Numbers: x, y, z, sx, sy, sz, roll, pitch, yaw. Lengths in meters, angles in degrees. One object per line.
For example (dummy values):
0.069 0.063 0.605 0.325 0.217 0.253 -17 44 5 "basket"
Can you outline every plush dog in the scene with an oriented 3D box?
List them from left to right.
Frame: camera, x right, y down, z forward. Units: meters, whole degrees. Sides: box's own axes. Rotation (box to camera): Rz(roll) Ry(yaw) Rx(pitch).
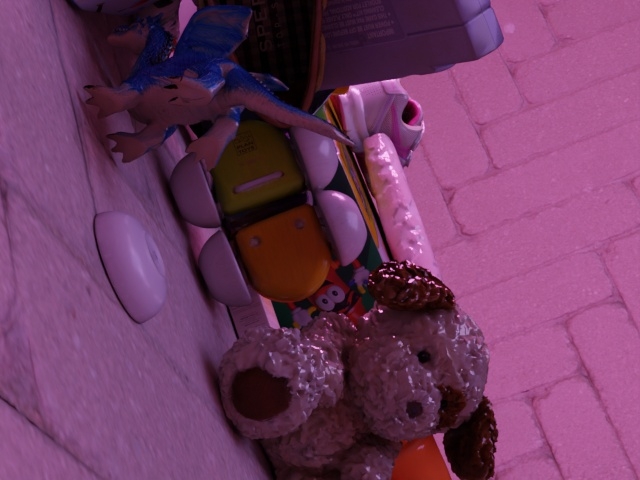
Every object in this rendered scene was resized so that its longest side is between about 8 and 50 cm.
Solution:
0.047 0.136 1.113 0.210 0.226 0.262 -101 169 -66 "plush dog"

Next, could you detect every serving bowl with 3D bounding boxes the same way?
-0.128 0.015 0.854 0.083 0.027 0.083 -21 90 -87 "serving bowl"

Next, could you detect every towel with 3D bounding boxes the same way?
0.143 0.069 1.625 0.317 0.053 0.331 65 6 -52 "towel"

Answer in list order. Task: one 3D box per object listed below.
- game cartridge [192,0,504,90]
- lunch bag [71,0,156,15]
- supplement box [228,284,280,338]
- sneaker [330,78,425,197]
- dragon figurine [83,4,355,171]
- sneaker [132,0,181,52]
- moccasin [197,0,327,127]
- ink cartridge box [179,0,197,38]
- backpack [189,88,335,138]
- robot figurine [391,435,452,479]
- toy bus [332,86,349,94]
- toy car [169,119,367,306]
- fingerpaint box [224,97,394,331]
-0.002 -0.257 1.170 0.355 0.068 0.230 0 -55 49 "game cartridge"
-0.207 -0.345 1.092 0.243 0.115 0.303 -61 128 -82 "lunch bag"
-0.071 0.069 1.246 0.062 0.036 0.098 54 16 -72 "supplement box"
0.097 -0.142 1.701 0.252 0.111 0.103 60 9 -62 "sneaker"
-0.085 -0.131 0.965 0.144 0.289 0.085 -55 131 -38 "dragon figurine"
-0.166 -0.234 1.289 0.075 0.057 0.161 69 -12 -16 "sneaker"
-0.063 -0.263 1.027 0.147 0.139 0.380 -109 -167 -48 "moccasin"
-0.160 -0.305 1.684 0.190 0.082 0.139 52 17 -70 "ink cartridge box"
-0.073 -0.179 1.411 0.115 0.182 0.152 24 -33 59 "backpack"
0.115 0.328 1.692 0.158 0.128 0.219 16 -47 59 "robot figurine"
-0.045 -0.311 1.572 0.149 0.212 0.220 -2 104 -62 "toy bus"
-0.050 -0.024 1.182 0.136 0.159 0.182 92 -23 -82 "toy car"
0.000 0.000 1.637 0.445 0.163 0.371 -101 168 -66 "fingerpaint box"
